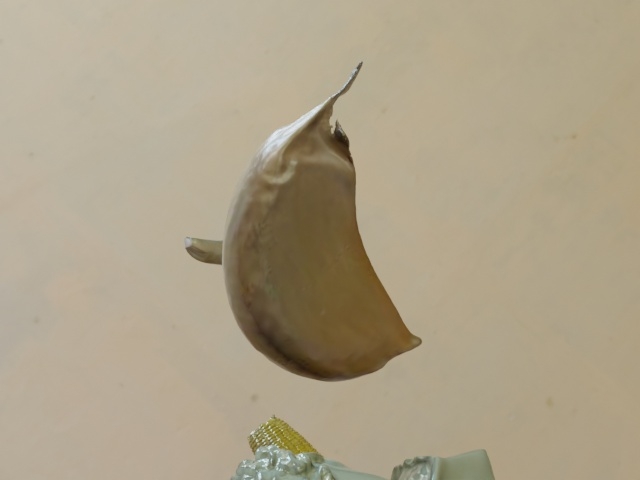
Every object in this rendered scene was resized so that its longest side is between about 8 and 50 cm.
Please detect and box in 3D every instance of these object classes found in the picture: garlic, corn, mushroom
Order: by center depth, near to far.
[{"bbox_3d":[-0.016,-0.007,0.979,0.151,0.196,0.338,-110,-174,-75],"label":"garlic"},{"bbox_3d":[-0.035,0.340,1.362,0.165,0.085,0.063,42,-22,21],"label":"corn"},{"bbox_3d":[-0.173,0.017,1.772,0.209,0.071,0.084,0,2,-38],"label":"mushroom"}]

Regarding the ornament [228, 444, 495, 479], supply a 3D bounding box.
[{"bbox_3d":[0.045,0.265,0.890,0.285,0.120,0.130,2,-26,-10],"label":"ornament"}]
